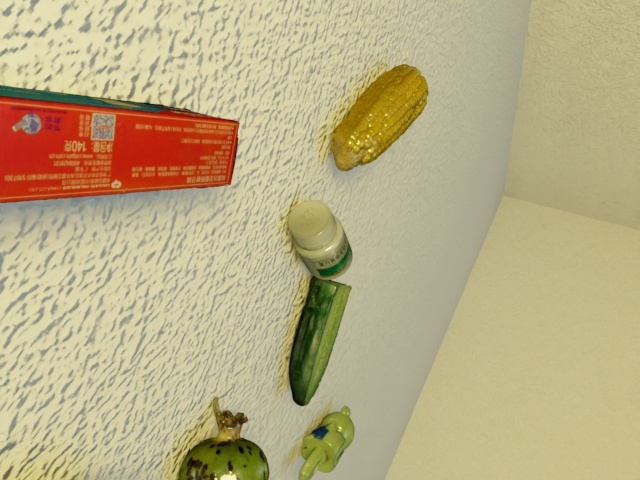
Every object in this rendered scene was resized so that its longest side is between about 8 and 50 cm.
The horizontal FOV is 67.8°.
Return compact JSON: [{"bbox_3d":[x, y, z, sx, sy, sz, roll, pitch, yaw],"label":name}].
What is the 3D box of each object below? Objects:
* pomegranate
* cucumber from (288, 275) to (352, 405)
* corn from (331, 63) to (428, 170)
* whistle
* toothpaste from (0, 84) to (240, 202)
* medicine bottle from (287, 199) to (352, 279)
[{"bbox_3d":[-0.129,0.300,0.653,0.122,0.122,0.162,35,53,-64],"label":"pomegranate"},{"bbox_3d":[-0.014,0.179,0.847,0.115,0.063,0.244,-6,113,-69],"label":"cucumber"},{"bbox_3d":[0.101,-0.202,0.771,0.262,0.097,0.097,-52,149,-34],"label":"corn"},{"bbox_3d":[0.011,0.463,1.076,0.227,0.085,0.105,-26,130,-58],"label":"whistle"},{"bbox_3d":[-0.184,-0.066,0.317,0.320,0.076,0.066,-15,121,-60],"label":"toothpaste"},{"bbox_3d":[0.000,0.000,0.728,0.080,0.080,0.130,-61,154,-20],"label":"medicine bottle"}]
